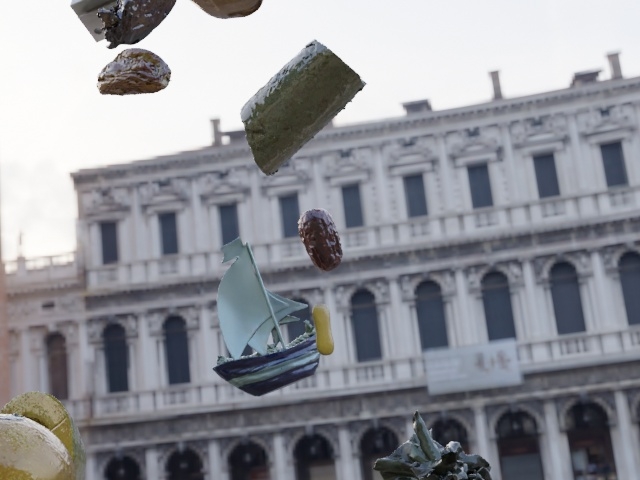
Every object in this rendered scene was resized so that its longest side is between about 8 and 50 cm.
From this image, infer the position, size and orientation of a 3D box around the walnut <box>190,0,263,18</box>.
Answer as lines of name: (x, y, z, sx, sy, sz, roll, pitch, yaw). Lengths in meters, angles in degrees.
walnut: (-0.163, -0.481, 1.738, 0.209, 0.209, 0.336, -8, -17, 6)

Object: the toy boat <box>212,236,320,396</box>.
toy boat: (-0.092, 0.142, 1.903, 0.210, 0.291, 0.070, 10, -23, -23)

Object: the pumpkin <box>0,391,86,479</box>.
pumpkin: (-0.469, 0.373, 1.800, 0.217, 0.217, 0.110, -14, -19, 28)

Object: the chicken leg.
chicken leg: (-0.238, -0.375, 1.498, 0.051, 0.253, 0.106, 22, -17, 17)

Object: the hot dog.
hot dog: (-0.198, -0.173, 1.089, 0.083, 0.058, 0.035, 3, -43, 24)

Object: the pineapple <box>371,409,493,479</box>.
pineapple: (0.160, 0.284, 1.089, 0.128, 0.128, 0.248, 8, 21, -43)

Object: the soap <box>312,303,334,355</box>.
soap: (0.004, 0.150, 1.762, 0.034, 0.089, 0.012, 1, -16, -27)

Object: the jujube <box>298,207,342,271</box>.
jujube: (0.000, 0.000, 2.075, 0.077, 0.129, 0.077, -16, -7, -2)

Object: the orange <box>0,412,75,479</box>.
orange: (-0.478, 0.362, 1.536, 0.236, 0.236, 0.236, -6, -14, -1)

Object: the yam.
yam: (-0.055, -0.298, 2.302, 0.304, 0.168, 0.168, -42, -24, 11)

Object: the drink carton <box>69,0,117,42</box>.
drink carton: (-0.400, -0.539, 2.107, 0.131, 0.315, 0.106, -20, -50, 18)
